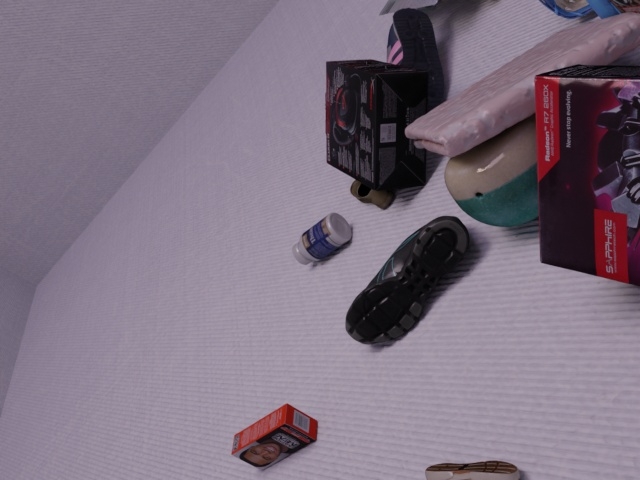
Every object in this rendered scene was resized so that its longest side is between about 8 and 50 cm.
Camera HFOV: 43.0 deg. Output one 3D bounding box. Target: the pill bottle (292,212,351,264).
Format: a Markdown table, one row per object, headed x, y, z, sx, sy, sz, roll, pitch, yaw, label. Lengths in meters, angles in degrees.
| x | y | z | sx | sy | sz | roll | pitch | yaw | label |
| --- | --- | --- | --- | --- | --- | --- | --- | --- | --- |
| 0.000 | 0.000 | 1.646 | 0.120 | 0.067 | 0.067 | -36 | 32 | 33 | pill bottle |

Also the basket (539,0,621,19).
| x | y | z | sx | sy | sz | roll | pitch | yaw | label |
| --- | --- | --- | --- | --- | --- | --- | --- | --- | --- |
| 0.417 | -0.480 | 1.330 | 0.201 | 0.255 | 0.289 | -36 | 13 | 31 | basket |

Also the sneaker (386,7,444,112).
| x | y | z | sx | sy | sz | roll | pitch | yaw | label |
| --- | --- | --- | --- | --- | --- | --- | --- | --- | --- |
| 0.195 | -0.340 | 1.722 | 0.131 | 0.112 | 0.319 | 101 | 174 | -56 | sneaker |

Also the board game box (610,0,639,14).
| x | y | z | sx | sy | sz | roll | pitch | yaw | label |
| --- | --- | --- | --- | --- | --- | --- | --- | --- | --- |
| 0.473 | -0.386 | 1.063 | 0.141 | 0.291 | 0.232 | -54 | 25 | 3 | board game box |

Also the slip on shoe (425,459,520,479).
| x | y | z | sx | sy | sz | roll | pitch | yaw | label |
| --- | --- | --- | --- | --- | --- | --- | --- | --- | --- |
| 0.189 | 0.301 | 1.008 | 0.135 | 0.051 | 0.041 | -16 | 85 | 41 | slip on shoe |

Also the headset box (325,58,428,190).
| x | y | z | sx | sy | sz | roll | pitch | yaw | label |
| --- | --- | --- | --- | --- | --- | --- | --- | --- | --- |
| 0.098 | -0.238 | 1.598 | 0.293 | 0.110 | 0.218 | -142 | 48 | -64 | headset box |

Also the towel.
| x | y | z | sx | sy | sz | roll | pitch | yaw | label |
| --- | --- | --- | --- | --- | --- | --- | --- | --- | --- |
| 0.299 | -0.233 | 1.251 | 0.332 | 0.053 | 0.317 | -33 | 10 | 1 | towel |

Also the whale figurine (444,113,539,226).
| x | y | z | sx | sy | sz | roll | pitch | yaw | label |
| --- | --- | --- | --- | --- | --- | --- | --- | --- | --- |
| 0.311 | -0.122 | 1.240 | 0.216 | 0.141 | 0.272 | -21 | 17 | 48 | whale figurine |

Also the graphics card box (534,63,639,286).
| x | y | z | sx | sy | sz | roll | pitch | yaw | label |
| --- | --- | --- | --- | --- | --- | --- | --- | --- | --- |
| 0.390 | -0.058 | 0.828 | 0.094 | 0.232 | 0.371 | -18 | 21 | -34 | graphics card box |

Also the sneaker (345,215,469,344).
| x | y | z | sx | sy | sz | roll | pitch | yaw | label |
| --- | --- | --- | --- | --- | --- | --- | --- | --- | --- |
| 0.145 | 0.064 | 1.330 | 0.267 | 0.101 | 0.106 | -47 | 5 | 17 | sneaker |

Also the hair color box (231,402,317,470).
| x | y | z | sx | sy | sz | roll | pitch | yaw | label |
| --- | --- | --- | --- | --- | --- | --- | --- | --- | --- |
| -0.079 | 0.334 | 1.376 | 0.141 | 0.072 | 0.043 | -37 | 31 | 33 | hair color box |

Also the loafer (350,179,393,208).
| x | y | z | sx | sy | sz | roll | pitch | yaw | label |
| --- | --- | --- | --- | --- | --- | --- | --- | --- | --- |
| 0.096 | -0.104 | 1.629 | 0.056 | 0.050 | 0.148 | -56 | 26 | -4 | loafer |

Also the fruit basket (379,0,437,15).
| x | y | z | sx | sy | sz | roll | pitch | yaw | label |
| --- | --- | --- | --- | --- | --- | --- | --- | --- | --- |
| 0.271 | -0.659 | 1.832 | 0.327 | 0.165 | 0.353 | -65 | 24 | 3 | fruit basket |
